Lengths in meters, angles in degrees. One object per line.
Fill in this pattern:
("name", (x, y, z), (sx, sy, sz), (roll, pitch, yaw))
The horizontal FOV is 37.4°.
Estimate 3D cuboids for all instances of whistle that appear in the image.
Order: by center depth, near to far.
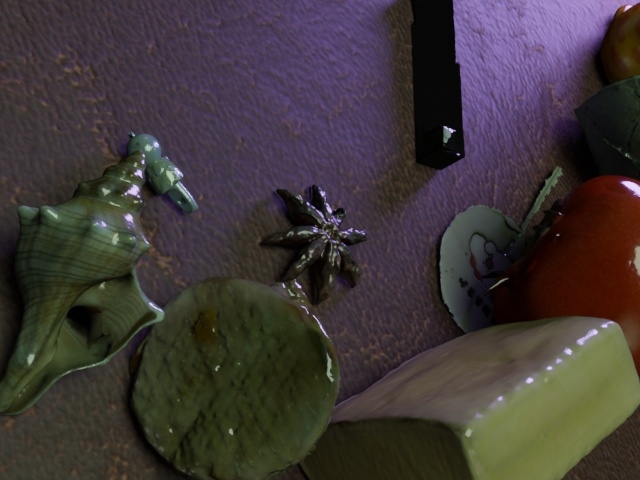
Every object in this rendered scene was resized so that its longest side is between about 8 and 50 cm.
("whistle", (-0.157, -0.068, 0.935), (0.100, 0.035, 0.035), (51, 51, -12))

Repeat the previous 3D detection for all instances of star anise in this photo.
("star anise", (0.000, 0.001, 1.026), (0.141, 0.042, 0.141), (13, 67, -32))

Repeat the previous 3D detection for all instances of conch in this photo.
("conch", (-0.204, 0.032, 0.828), (0.137, 0.114, 0.234), (10, 103, -24))

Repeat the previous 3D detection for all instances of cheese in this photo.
("cheese", (0.148, 0.176, 0.943), (0.265, 0.242, 0.124), (-24, 99, -40))

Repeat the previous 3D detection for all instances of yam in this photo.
("yam", (0.526, -0.073, 1.333), (0.241, 0.241, 0.348), (-20, 88, -40))

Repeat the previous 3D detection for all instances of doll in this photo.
("doll", (0.557, -0.304, 1.431), (0.167, 0.269, 0.162), (-6, 93, -39))

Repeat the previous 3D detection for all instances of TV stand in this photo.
("TV stand", (0.149, -0.219, 1.213), (0.040, 0.049, 0.256), (13, 67, -32))

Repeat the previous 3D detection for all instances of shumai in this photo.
("shumai", (-0.072, 0.126, 0.885), (0.120, 0.201, 0.201), (36, 42, -74))

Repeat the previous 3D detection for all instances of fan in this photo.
("fan", (0.251, 0.003, 1.234), (0.191, 0.009, 0.329), (48, 54, -16))

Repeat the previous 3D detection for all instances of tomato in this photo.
("tomato", (0.325, 0.053, 1.109), (0.224, 0.256, 0.256), (41, 50, 12))
